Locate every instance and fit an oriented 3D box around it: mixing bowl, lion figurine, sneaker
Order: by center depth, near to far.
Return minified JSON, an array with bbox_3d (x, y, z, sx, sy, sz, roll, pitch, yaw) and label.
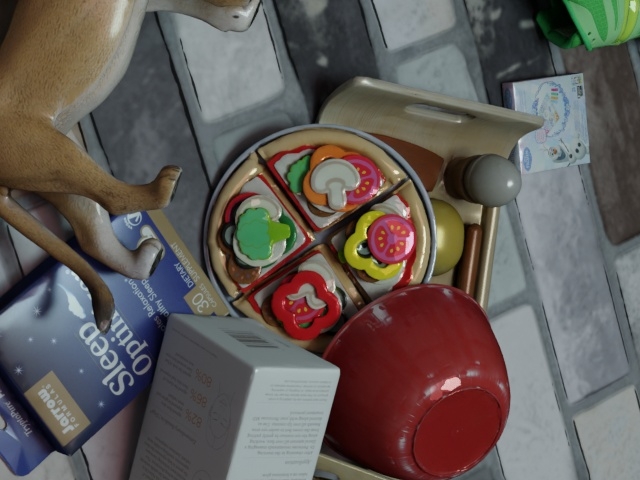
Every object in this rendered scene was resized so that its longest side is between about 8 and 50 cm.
[{"bbox_3d":[-0.192,-0.148,1.313,0.240,0.142,0.392,21,87,0],"label":"lion figurine"},{"bbox_3d":[0.094,0.139,1.449,0.181,0.098,0.181,-14,123,-23],"label":"mixing bowl"},{"bbox_3d":[0.271,-0.235,1.647,0.295,0.109,0.123,26,102,-33],"label":"sneaker"}]

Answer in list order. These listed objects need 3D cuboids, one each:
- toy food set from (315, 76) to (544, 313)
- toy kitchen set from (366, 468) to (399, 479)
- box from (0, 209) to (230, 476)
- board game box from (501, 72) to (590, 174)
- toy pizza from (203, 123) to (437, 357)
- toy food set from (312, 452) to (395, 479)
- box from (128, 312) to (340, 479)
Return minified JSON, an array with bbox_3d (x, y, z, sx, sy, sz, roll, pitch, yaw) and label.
[{"bbox_3d":[0.094,0.022,1.538,0.219,0.092,0.306,9,88,-33],"label":"toy food set"},{"bbox_3d":[0.119,0.297,1.591,0.207,0.166,0.122,26,75,6],"label":"toy kitchen set"},{"bbox_3d":[-0.192,0.076,1.391,0.225,0.036,0.136,-42,114,-22],"label":"box"},{"bbox_3d":[0.220,-0.114,1.654,0.090,0.020,0.090,-11,99,-33],"label":"board game box"},{"bbox_3d":[0.000,0.000,1.454,0.201,0.032,0.201,0,90,0],"label":"toy pizza"},{"bbox_3d":[-0.016,0.260,1.477,0.132,0.038,0.192,24,110,-14],"label":"toy food set"},{"bbox_3d":[-0.074,0.161,1.391,0.091,0.130,0.170,5,105,-40],"label":"box"}]
